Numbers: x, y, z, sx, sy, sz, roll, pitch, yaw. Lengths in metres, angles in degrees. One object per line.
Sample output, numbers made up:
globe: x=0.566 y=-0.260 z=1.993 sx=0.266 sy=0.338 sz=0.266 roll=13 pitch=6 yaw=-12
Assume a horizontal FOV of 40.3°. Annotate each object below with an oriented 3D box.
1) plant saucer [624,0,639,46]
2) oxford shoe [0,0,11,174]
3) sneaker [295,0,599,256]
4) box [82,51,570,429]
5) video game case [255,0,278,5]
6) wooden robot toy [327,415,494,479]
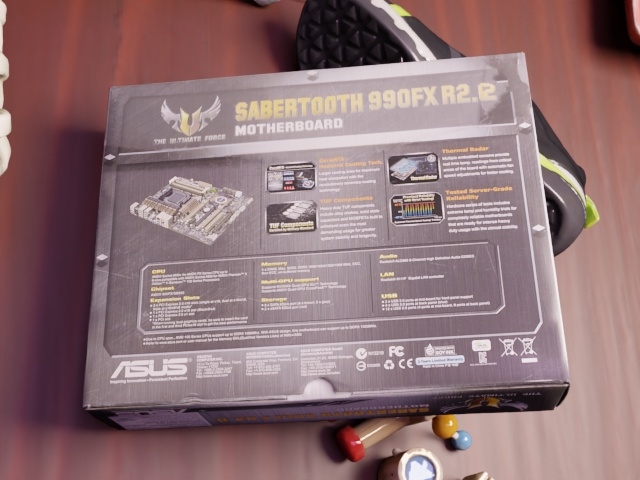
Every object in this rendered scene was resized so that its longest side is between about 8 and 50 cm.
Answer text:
plant saucer: x=0.348 y=-0.238 z=0.722 sx=0.258 sy=0.048 sz=0.259 roll=9 pitch=68 yaw=-16
oxford shoe: x=-0.205 y=-0.092 z=0.414 sx=0.130 sy=0.169 sz=0.449 roll=12 pitch=75 yaw=-11
sneaker: x=0.084 y=-0.080 z=0.571 sx=0.234 sy=0.084 sz=0.097 roll=45 pitch=39 yaw=0
box: x=0.000 y=0.000 z=0.456 sx=0.231 sy=0.056 sz=0.183 roll=-4 pitch=66 yaw=5
video game case: x=-0.091 y=-0.275 z=0.528 sx=0.212 sy=0.023 sz=0.193 roll=26 pitch=57 yaw=-52
wooden robot toy: x=0.051 y=0.091 z=0.482 sx=0.076 sy=0.079 sz=0.173 roll=-27 pitch=81 yaw=-25
